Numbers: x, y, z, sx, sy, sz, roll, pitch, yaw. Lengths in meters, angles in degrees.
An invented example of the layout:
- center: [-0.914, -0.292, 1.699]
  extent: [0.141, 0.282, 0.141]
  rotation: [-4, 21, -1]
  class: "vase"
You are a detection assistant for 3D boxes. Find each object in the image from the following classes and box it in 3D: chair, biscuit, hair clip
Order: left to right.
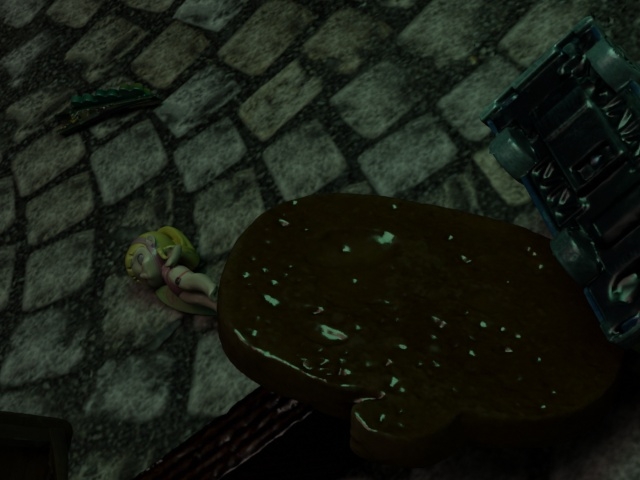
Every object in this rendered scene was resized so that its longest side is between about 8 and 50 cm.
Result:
- center: [-0.332, 0.242, 1.258]
  extent: [0.319, 0.160, 0.186]
  rotation: [-126, 47, -63]
  class: "chair"
- center: [-0.289, -0.184, 1.749]
  extent: [0.172, 0.049, 0.049]
  rotation: [-13, 50, 26]
  class: "hair clip"
- center: [-0.072, 0.219, 1.239]
  extent: [0.388, 0.107, 0.073]
  rotation: [-37, 44, 2]
  class: "biscuit"
- center: [0.089, 0.081, 1.153]
  extent: [0.367, 0.063, 0.314]
  rotation: [12, 42, 2]
  class: "biscuit"

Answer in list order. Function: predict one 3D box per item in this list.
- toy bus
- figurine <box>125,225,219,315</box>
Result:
- center: [0.286, -0.032, 1.146]
  extent: [0.152, 0.190, 0.312]
  rotation: [-42, 42, 20]
  class: "toy bus"
- center: [-0.156, 0.036, 1.473]
  extent: [0.083, 0.083, 0.187]
  rotation: [-50, 39, -12]
  class: "figurine"
